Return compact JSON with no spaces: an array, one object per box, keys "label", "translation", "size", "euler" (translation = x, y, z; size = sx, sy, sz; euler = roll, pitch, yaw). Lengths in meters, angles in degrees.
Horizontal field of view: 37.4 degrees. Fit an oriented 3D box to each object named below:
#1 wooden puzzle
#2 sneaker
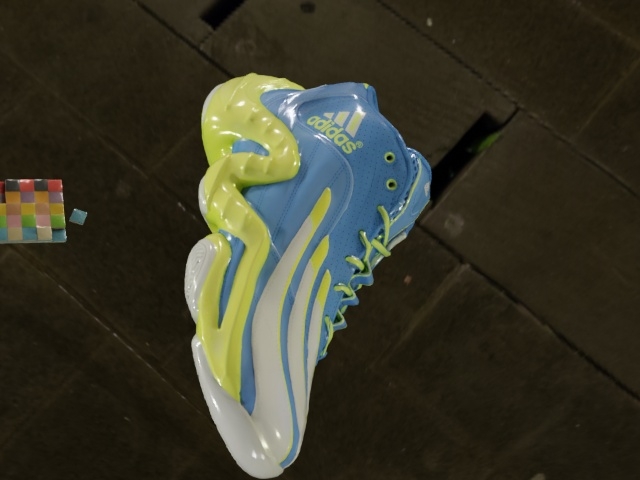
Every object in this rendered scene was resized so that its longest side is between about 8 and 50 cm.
[{"label":"wooden puzzle","translation":[-0.208,-0.021,0.671],"size":[0.083,0.006,0.049],"euler":[-2,63,-21]},{"label":"sneaker","translation":[0.000,0.000,0.499],"size":[0.126,0.091,0.240],"euler":[-11,59,8]}]
